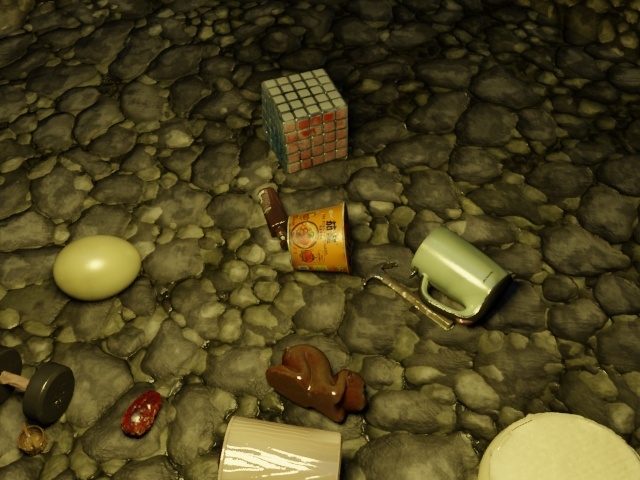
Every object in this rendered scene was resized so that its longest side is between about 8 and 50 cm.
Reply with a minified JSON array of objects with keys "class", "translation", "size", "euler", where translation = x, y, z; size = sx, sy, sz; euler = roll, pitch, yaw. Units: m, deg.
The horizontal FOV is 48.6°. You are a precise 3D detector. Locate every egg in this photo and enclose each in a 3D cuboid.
[{"class":"egg","translation":[-0.629,0.076,2.005],"size":[0.242,0.186,0.186],"euler":[-11,50,-23]}]

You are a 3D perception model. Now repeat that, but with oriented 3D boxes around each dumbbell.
[{"class":"dumbbell","translation":[-0.750,0.360,1.782],"size":[0.218,0.152,0.152],"euler":[14,51,11]}]

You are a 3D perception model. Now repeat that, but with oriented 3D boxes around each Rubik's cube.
[{"class":"Rubik's cube","translation":[-0.056,-0.406,2.389],"size":[0.238,0.237,0.237],"euler":[-18,53,-16]}]

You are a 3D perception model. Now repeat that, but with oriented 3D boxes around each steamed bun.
[{"class":"steamed bun","translation":[0.527,0.573,1.547],"size":[0.374,0.241,0.374],"euler":[-2,45,2]}]

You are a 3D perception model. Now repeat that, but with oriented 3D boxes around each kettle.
[{"class":"kettle","translation":[0.386,0.111,2.006],"size":[0.255,0.165,0.240],"euler":[38,68,23]}]

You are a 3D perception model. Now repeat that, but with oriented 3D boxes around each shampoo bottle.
[{"class":"shampoo bottle","translation":[-0.137,-0.069,2.209],"size":[0.067,0.068,0.236],"euler":[-12,51,-13]}]

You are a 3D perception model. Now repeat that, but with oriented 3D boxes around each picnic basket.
[{"class":"picnic basket","translation":[-0.707,0.478,1.724],"size":[0.072,0.083,0.072],"euler":[1,50,-1]}]

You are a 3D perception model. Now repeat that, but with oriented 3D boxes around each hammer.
[{"class":"hammer","translation":[0.259,0.163,2.040],"size":[0.125,0.027,0.297],"euler":[-39,60,-23]}]

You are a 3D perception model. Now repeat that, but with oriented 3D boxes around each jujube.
[{"class":"jujube","translation":[-0.444,0.432,1.776],"size":[0.077,0.077,0.129],"euler":[18,43,15]}]

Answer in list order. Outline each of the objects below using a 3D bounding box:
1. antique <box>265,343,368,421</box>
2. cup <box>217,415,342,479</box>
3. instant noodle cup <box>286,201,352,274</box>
[{"class":"antique","translation":[0.003,0.358,1.816],"size":[0.257,0.121,0.143],"euler":[21,43,25]},{"class":"cup","translation":[-0.095,0.550,1.588],"size":[0.273,0.208,0.288],"euler":[5,48,2]},{"class":"instant noodle cup","translation":[0.000,0.000,2.071],"size":[0.172,0.215,0.215],"euler":[-4,49,7]}]
